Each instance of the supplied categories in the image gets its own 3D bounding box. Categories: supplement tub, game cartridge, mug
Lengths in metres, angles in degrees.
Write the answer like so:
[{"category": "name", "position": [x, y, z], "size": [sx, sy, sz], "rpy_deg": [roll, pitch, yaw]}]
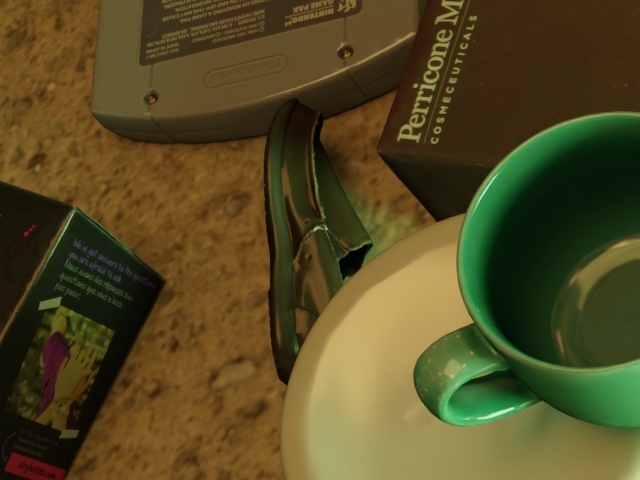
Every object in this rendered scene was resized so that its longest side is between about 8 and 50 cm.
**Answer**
[{"category": "supplement tub", "position": [0.138, 0.143, 0.988], "size": [0.228, 0.316, 0.228], "rpy_deg": [-12, 60, 21]}, {"category": "game cartridge", "position": [-0.047, -0.181, 1.417], "size": [0.294, 0.060, 0.196], "rpy_deg": [-10, 58, 23]}, {"category": "mug", "position": [0.126, 0.022, 0.802], "size": [0.158, 0.097, 0.129], "rpy_deg": [-8, 62, 22]}]

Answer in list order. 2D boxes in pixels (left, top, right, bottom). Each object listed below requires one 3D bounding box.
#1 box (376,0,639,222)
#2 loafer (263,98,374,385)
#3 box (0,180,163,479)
[{"category": "box", "position": [0.251, -0.094, 1.165], "size": [0.381, 0.143, 0.191], "rpy_deg": [7, 69, 32]}, {"category": "loafer", "position": [0.000, 0.000, 1.294], "size": [0.078, 0.080, 0.220], "rpy_deg": [-3, 72, 1]}, {"category": "box", "position": [-0.270, 0.097, 1.333], "size": [0.165, 0.143, 0.270], "rpy_deg": [17, 74, 33]}]
